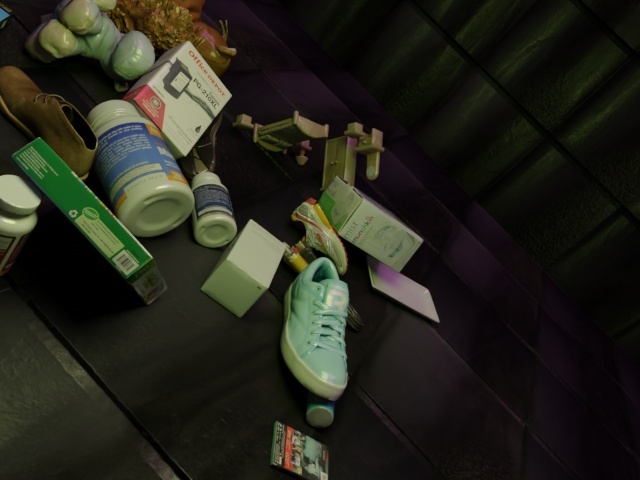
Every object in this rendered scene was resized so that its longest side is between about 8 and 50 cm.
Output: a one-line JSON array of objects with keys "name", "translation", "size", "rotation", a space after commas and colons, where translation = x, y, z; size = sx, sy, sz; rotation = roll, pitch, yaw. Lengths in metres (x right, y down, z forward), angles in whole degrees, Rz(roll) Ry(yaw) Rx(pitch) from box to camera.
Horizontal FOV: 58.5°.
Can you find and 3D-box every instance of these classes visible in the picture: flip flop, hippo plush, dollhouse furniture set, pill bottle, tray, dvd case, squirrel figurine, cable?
[{"name": "flip flop", "translation": [-0.309, -0.255, 1.471], "size": [0.112, 0.080, 0.277], "rotation": [0, 56, -8]}, {"name": "hippo plush", "translation": [-0.539, -0.458, 1.374], "size": [0.294, 0.234, 0.236], "rotation": [12, -26, 48]}, {"name": "dollhouse furniture set", "translation": [-0.038, -0.268, 1.712], "size": [0.355, 0.303, 0.174], "rotation": [13, 77, -43]}, {"name": "pill bottle", "translation": [-0.246, -0.074, 1.281], "size": [0.094, 0.094, 0.169], "rotation": [21, 35, -38]}, {"name": "pill bottle", "translation": [-0.470, -0.021, 0.836], "size": [0.086, 0.152, 0.086], "rotation": [33, 29, -21]}, {"name": "tray", "translation": [0.236, 0.150, 1.697], "size": [0.270, 0.030, 0.145], "rotation": [30, 31, -26]}, {"name": "dvd case", "translation": [-0.035, 0.382, 1.014], "size": [0.119, 0.013, 0.087], "rotation": [32, 29, -20]}, {"name": "squirrel figurine", "translation": [-0.433, -0.601, 1.641], "size": [0.370, 0.281, 0.397], "rotation": [48, 26, -18]}, {"name": "pill bottle", "translation": [-0.375, -0.153, 1.155], "size": [0.152, 0.152, 0.272], "rotation": [3, 48, -52]}, {"name": "cable", "translation": [-0.002, 0.109, 1.431], "size": [0.287, 0.072, 0.139], "rotation": [54, 2, -8]}]

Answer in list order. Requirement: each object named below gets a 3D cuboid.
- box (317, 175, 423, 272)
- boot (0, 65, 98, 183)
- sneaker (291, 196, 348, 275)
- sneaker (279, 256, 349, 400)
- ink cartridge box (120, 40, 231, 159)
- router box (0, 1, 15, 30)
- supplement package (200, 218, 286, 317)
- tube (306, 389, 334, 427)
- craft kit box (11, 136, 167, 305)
[{"name": "box", "translation": [0.137, -0.056, 1.664], "size": [0.231, 0.127, 0.262], "rotation": [31, 11, -24]}, {"name": "boot", "translation": [-0.534, -0.253, 1.123], "size": [0.305, 0.115, 0.112], "rotation": [50, 29, 14]}, {"name": "sneaker", "translation": [0.000, 0.000, 1.543], "size": [0.225, 0.092, 0.088], "rotation": [58, -4, -2]}, {"name": "sneaker", "translation": [0.000, 0.158, 1.186], "size": [0.135, 0.150, 0.366], "rotation": [19, 26, -23]}, {"name": "ink cartridge box", "translation": [-0.343, -0.329, 1.356], "size": [0.172, 0.100, 0.237], "rotation": [51, 49, -31]}, {"name": "router box", "translation": [-0.780, -0.518, 1.235], "size": [0.179, 0.046, 0.133], "rotation": [32, 29, -22]}, {"name": "supplement package", "translation": [-0.158, 0.056, 1.208], "size": [0.105, 0.105, 0.179], "rotation": [39, 27, -11]}, {"name": "tube", "translation": [0.004, 0.289, 1.166], "size": [0.080, 0.052, 0.207], "rotation": [42, 21, -15]}, {"name": "craft kit box", "translation": [-0.359, -0.016, 0.926], "size": [0.061, 0.247, 0.250], "rotation": [-42, 86, -20]}]
